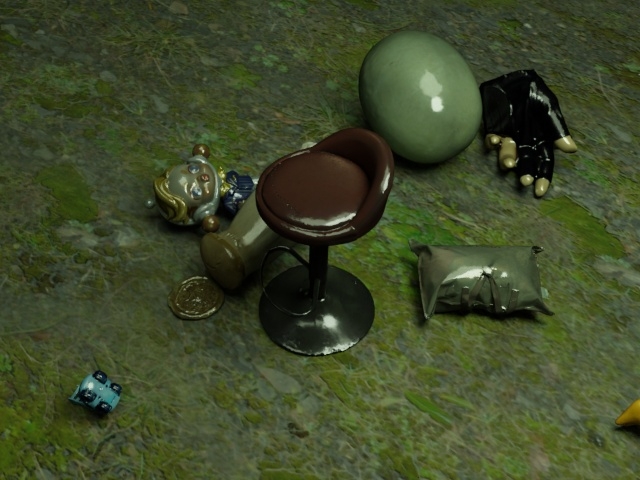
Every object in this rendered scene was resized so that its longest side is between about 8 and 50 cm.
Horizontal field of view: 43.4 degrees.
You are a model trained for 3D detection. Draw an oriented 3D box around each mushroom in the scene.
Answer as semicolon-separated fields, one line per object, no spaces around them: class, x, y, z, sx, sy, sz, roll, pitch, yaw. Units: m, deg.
mushroom;-0.070;-0.062;1.621;0.138;0.154;0.407;22;48;40

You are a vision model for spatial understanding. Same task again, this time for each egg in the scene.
egg;0.221;-0.323;1.800;0.259;0.258;0.352;-9;46;-10

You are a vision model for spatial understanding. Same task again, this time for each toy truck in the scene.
toy truck;-0.390;0.265;1.379;0.073;0.090;0.056;46;47;-21

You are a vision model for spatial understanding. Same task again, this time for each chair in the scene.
chair;0.000;0.000;1.403;0.227;0.401;0.226;2;48;-2

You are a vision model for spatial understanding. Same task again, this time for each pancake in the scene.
pancake;-0.240;0.108;1.558;0.115;0.011;0.114;1;46;-1

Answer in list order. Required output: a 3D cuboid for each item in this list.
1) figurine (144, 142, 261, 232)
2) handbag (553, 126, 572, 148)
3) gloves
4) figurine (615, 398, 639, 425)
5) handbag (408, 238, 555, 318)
figurine;-0.218;-0.110;1.686;0.274;0.133;0.193;-24;76;-29
handbag;0.540;-0.262;1.893;0.072;0.047;0.111;-12;52;-12
gloves;0.462;-0.240;1.800;0.197;0.152;0.300;-16;58;30
figurine;0.617;0.368;1.246;0.187;0.215;0.343;31;20;-36
handbag;0.307;0.075;1.541;0.271;0.117;0.182;2;56;-1
